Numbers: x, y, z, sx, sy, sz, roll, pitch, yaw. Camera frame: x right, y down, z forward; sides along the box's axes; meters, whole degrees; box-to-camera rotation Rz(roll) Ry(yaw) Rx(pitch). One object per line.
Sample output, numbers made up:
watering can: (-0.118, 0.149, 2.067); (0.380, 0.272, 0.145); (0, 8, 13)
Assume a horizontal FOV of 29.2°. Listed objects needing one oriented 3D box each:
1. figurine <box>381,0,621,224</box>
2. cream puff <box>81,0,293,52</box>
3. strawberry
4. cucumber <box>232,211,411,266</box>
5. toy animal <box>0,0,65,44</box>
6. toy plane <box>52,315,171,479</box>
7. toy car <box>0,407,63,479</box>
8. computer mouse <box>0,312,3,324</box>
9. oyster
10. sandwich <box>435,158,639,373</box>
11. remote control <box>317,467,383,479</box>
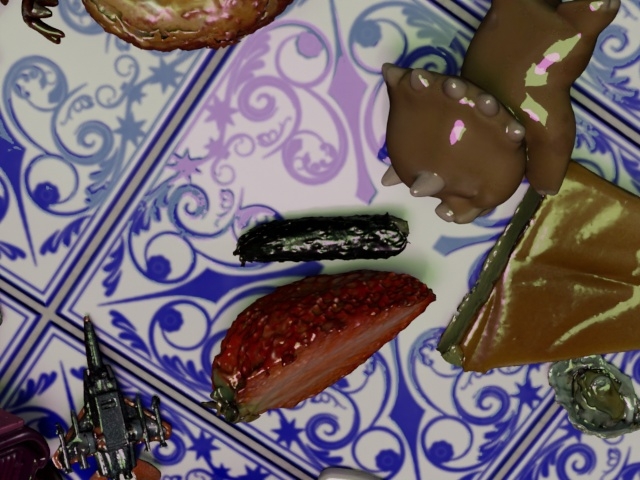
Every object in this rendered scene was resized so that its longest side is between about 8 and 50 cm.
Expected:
figurine: (0.143, -0.142, 1.135); (0.173, 0.177, 0.247); (8, 118, -20)
cream puff: (-0.123, -0.291, 1.111); (0.240, 0.164, 0.240); (5, 117, 11)
strawberry: (-0.018, 0.089, 1.232); (0.236, 0.175, 0.107); (-24, 70, -25)
cucumber: (0.000, 0.000, 1.243); (0.181, 0.053, 0.053); (-5, 105, 4)
toy animal: (-0.311, -0.255, 1.104); (0.260, 0.243, 0.087); (43, 66, 0)
toy plane: (-0.225, 0.173, 1.289); (0.130, 0.061, 0.189); (-13, 103, -19)
toy car: (-0.437, 0.309, 1.255); (0.240, 0.271, 0.341); (23, 101, 18)
computer mouse: (-0.397, 0.037, 1.235); (0.071, 0.126, 0.231); (-9, 105, 22)
oyster: (0.291, 0.162, 1.292); (0.098, 0.037, 0.100); (-18, 84, -12)
sandwich: (0.268, 0.062, 1.245); (0.212, 0.063, 0.245); (26, 106, -7)
remote control: (0.019, 0.340, 1.344); (0.087, 0.029, 0.190); (16, 105, -3)
